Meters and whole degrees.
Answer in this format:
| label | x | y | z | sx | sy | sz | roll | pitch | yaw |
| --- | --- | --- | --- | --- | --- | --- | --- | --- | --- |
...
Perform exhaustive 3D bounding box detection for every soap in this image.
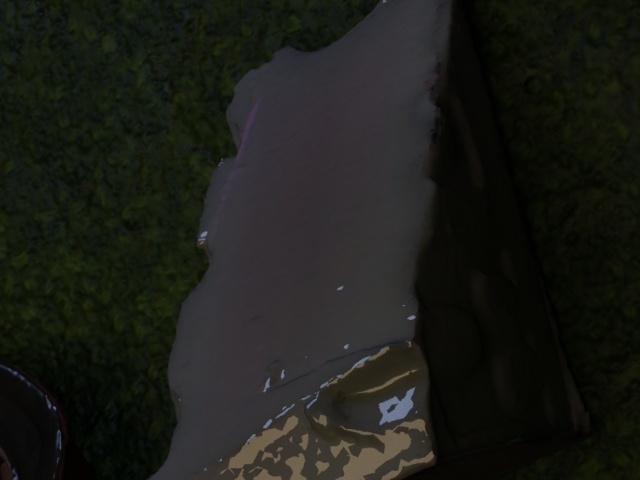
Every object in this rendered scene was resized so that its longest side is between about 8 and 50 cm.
| label | x | y | z | sx | sy | sz | roll | pitch | yaw |
| --- | --- | --- | --- | --- | --- | --- | --- | --- | --- |
| soap | 0.000 | 0.000 | 0.917 | 0.159 | 0.258 | 0.302 | -24 | 77 | 26 |

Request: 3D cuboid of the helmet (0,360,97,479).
| label | x | y | z | sx | sy | sz | roll | pitch | yaw |
| --- | --- | --- | --- | --- | --- | --- | --- | --- | --- |
| helmet | -0.200 | 0.210 | 1.076 | 0.198 | 0.154 | 0.253 | 24 | 80 | 41 |
